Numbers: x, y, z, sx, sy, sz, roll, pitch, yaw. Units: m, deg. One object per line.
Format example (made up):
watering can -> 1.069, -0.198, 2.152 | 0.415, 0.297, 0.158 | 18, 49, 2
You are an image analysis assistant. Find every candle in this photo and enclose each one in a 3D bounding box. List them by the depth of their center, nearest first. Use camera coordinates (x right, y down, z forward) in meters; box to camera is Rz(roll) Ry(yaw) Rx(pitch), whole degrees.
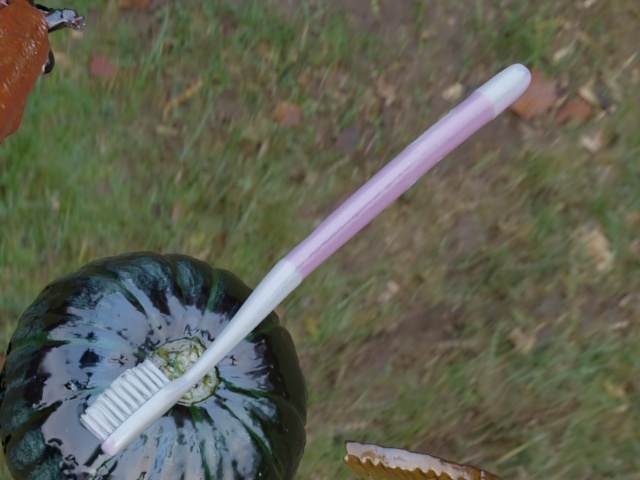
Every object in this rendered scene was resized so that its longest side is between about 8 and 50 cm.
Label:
candle -> -0.163, -0.063, 0.877 | 0.084, 0.301, 0.059 | -40, 105, 17

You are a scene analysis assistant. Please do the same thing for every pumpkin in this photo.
pumpkin -> -0.101, 0.100, 1.170 | 0.202, 0.140, 0.202 | 14, 58, -23

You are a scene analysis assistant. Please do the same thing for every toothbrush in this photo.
toothbrush -> 0.000, 0.000, 0.882 | 0.025, 0.020, 0.286 | 44, 65, 12

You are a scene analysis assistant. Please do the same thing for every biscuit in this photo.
biscuit -> 0.090, 0.226, 1.804 | 0.228, 0.176, 0.031 | 20, 73, -36
